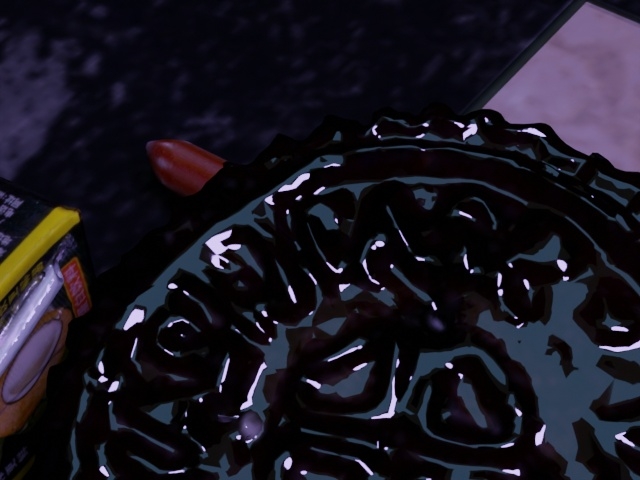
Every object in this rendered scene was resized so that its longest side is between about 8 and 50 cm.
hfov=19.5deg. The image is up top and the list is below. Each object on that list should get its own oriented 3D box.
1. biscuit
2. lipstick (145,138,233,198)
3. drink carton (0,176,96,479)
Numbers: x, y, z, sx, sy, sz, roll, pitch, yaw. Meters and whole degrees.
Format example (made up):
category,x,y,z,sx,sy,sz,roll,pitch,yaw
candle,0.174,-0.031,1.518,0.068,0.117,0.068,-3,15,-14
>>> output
category,x,y,z,sx,sy,sz,roll,pitch,yaw
biscuit,0.022,0.052,0.449,0.195,0.053,0.194,-3,65,7
lipstick,0.000,-0.001,0.536,0.129,0.030,0.030,28,57,27
drink carton,-0.121,0.060,0.468,0.056,0.071,0.165,21,55,26
